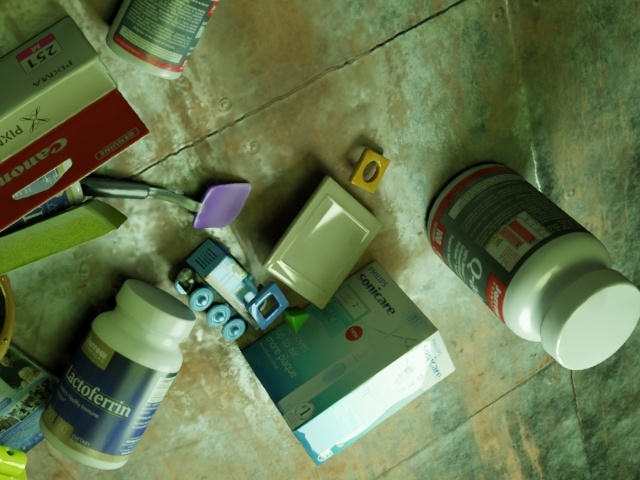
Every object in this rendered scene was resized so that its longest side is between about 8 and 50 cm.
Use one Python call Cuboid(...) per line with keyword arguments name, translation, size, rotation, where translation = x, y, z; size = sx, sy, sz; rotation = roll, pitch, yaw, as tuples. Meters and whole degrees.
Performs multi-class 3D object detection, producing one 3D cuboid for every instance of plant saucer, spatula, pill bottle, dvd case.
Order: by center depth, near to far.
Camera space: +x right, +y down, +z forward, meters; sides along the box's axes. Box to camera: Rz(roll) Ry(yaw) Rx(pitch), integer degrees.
Cuboid(name="pill bottle", translation=(-0.188, -0.306, 1.249), size=(0.108, 0.108, 0.180), rotation=(15, 114, -39))
Cuboid(name="pill bottle", translation=(-0.415, -0.067, 1.282), size=(0.187, 0.112, 0.112), rotation=(-23, 132, -16))
Cuboid(name="plant saucer", translation=(-0.361, -0.008, 1.325), size=(0.188, 0.188, 0.045), rotation=(-21, 98, -4))
Cuboid(name="spatula", translation=(-0.233, -0.064, 1.457), size=(0.296, 0.030, 0.084), rotation=(8, 120, -36))
Cuboid(name="pill bottle", translation=(-0.306, 0.203, 1.517), size=(0.153, 0.153, 0.264), rotation=(25, 97, -42))
Cuboid(name="dvd case", translation=(-0.507, 0.247, 1.523), size=(0.180, 0.022, 0.253), rotation=(-38, 135, -1))
Cuboid(name="pill bottle", translation=(0.358, 0.040, 1.677), size=(0.210, 0.363, 0.210), rotation=(-17, 130, -21))

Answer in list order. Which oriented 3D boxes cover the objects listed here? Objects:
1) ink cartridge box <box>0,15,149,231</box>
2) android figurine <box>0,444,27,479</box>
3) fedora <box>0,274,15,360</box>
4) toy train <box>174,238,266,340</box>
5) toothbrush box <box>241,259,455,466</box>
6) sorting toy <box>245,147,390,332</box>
Cuboid(name="ink cartridge box", translation=(-0.367, -0.129, 1.177), size=(0.275, 0.239, 0.060), rotation=(-35, 134, -6))
Cuboid(name="android figurine", translation=(-0.582, 0.397, 1.550), size=(0.248, 0.056, 0.273), rotation=(-42, 135, 13))
Cuboid(name="fedora", translation=(-0.498, 0.094, 1.345), size=(0.079, 0.194, 0.194), rotation=(-8, 136, 18))
Cuboid(name="toy train", translation=(-0.154, 0.084, 1.588), size=(0.105, 0.080, 0.184), rotation=(-44, 135, -4))
Cuboid(name="toothbrush box", translation=(0.047, 0.208, 1.711), size=(0.296, 0.216, 0.126), rotation=(-33, 134, -6))
Cuboid(name="sorting toy", translation=(0.000, 0.000, 1.632), size=(0.347, 0.047, 0.196), rotation=(-54, 139, -3))
